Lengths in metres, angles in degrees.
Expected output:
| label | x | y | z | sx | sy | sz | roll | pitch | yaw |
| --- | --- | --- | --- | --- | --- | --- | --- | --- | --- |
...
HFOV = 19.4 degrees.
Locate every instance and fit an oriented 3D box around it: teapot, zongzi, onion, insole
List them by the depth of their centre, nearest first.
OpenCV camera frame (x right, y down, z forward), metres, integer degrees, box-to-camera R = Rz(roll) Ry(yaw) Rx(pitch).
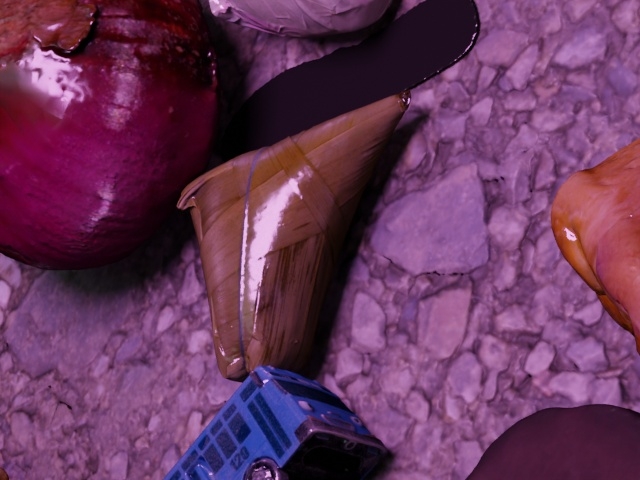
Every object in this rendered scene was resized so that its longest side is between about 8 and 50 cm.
| label | x | y | z | sx | sy | sz | roll | pitch | yaw |
| --- | --- | --- | --- | --- | --- | --- | --- | --- | --- |
| zongzi | 0.000 | 0.000 | 1.743 | 0.256 | 0.115 | 0.228 | -23 | 62 | 21 |
| teapot | -0.026 | -0.303 | 1.832 | 0.178 | 0.163 | 0.222 | -4 | 72 | 47 |
| insole | 0.023 | -0.150 | 1.837 | 0.322 | 0.007 | 0.109 | -28 | 60 | 29 |
| onion | -0.299 | -0.149 | 1.856 | 0.348 | 0.385 | 0.348 | -22 | 64 | 57 |

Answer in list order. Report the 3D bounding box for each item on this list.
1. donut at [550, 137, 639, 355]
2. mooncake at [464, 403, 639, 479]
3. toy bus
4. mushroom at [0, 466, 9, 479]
| label | x | y | z | sx | sy | sz | roll | pitch | yaw |
| --- | --- | --- | --- | --- | --- | --- | --- | --- | --- |
| donut | 0.298 | 0.061 | 1.348 | 0.150 | 0.299 | 0.317 | -36 | 78 | 8 |
| mooncake | 0.210 | 0.271 | 1.436 | 0.283 | 0.141 | 0.283 | -25 | 51 | 35 |
| toy bus | -0.063 | 0.227 | 1.697 | 0.234 | 0.116 | 0.133 | -51 | 46 | 16 |
| mushroom | -0.426 | 0.215 | 2.030 | 0.107 | 0.087 | 0.333 | -54 | 45 | 6 |
